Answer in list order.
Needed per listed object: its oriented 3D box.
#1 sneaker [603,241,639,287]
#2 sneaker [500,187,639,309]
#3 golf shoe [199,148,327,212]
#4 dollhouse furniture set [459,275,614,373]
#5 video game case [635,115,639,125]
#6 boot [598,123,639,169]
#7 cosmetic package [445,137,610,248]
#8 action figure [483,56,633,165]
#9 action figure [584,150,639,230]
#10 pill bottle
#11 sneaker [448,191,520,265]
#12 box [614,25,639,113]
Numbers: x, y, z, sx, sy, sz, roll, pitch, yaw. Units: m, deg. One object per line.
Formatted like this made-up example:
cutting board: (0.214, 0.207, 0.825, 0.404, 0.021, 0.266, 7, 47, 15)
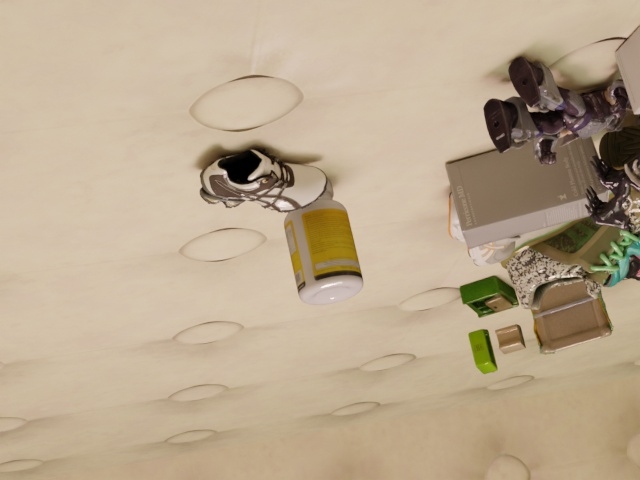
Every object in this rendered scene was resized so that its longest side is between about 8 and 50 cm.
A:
sneaker: (0.619, 0.042, 2.325, 0.178, 0.124, 0.295, -19, 151, 4)
sneaker: (0.519, 0.016, 2.121, 0.410, 0.182, 0.158, -26, 155, 32)
golf shoe: (-0.074, -0.089, 1.661, 0.198, 0.077, 0.094, -5, 158, -23)
dollhouse furniture set: (0.475, 0.164, 2.465, 0.301, 0.197, 0.151, -19, 157, 19)
video game case: (0.600, -0.228, 1.753, 0.201, 0.023, 0.183, -12, 160, -1)
boot: (0.590, -0.138, 1.838, 0.236, 0.089, 0.269, 1, 174, 31)
cosmetic package: (0.330, -0.084, 1.834, 0.238, 0.127, 0.107, -16, 160, 6)
action figure: (0.354, -0.178, 1.641, 0.285, 0.099, 0.185, 2, 143, -44)
action figure: (0.494, -0.109, 1.621, 0.141, 0.164, 0.275, 42, 144, -18)
pill bottle: (0.000, 0.000, 1.780, 0.103, 0.184, 0.103, -11, 160, -4)
sneaker: (0.315, -0.015, 2.005, 0.121, 0.099, 0.262, -1, 167, 26)
box: (0.469, -0.236, 1.542, 0.087, 0.101, 0.102, -4, 158, -20)
